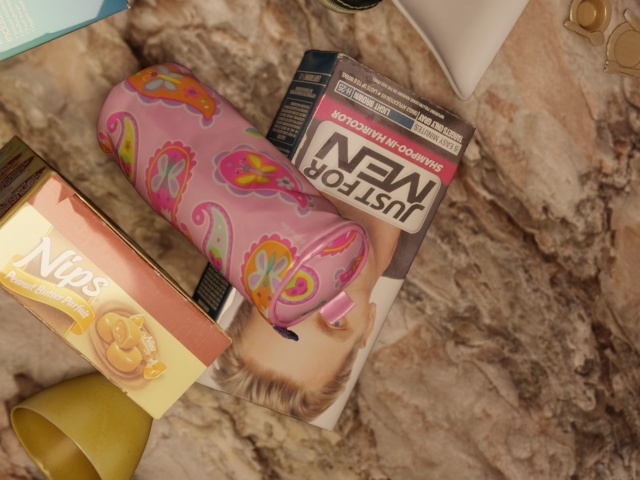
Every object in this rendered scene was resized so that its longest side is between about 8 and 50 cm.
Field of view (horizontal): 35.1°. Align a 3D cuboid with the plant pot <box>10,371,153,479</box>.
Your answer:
[{"bbox_3d":[-0.219,0.183,0.985,0.095,0.134,0.134,-43,115,-35],"label":"plant pot"}]

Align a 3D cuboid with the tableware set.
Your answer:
[{"bbox_3d":[0.349,-0.276,1.154,0.141,0.020,0.169,24,92,-24],"label":"tableware set"}]

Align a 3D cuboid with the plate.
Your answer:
[{"bbox_3d":[0.164,-0.310,0.997,0.277,0.045,0.278,-58,153,-1],"label":"plate"}]

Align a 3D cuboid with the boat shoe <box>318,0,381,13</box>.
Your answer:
[{"bbox_3d":[0.100,-0.380,0.985,0.127,0.113,0.340,32,89,-24],"label":"boat shoe"}]

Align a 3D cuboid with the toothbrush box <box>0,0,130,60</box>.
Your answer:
[{"bbox_3d":[-0.326,-0.185,0.808,0.295,0.216,0.126,-26,109,-15],"label":"toothbrush box"}]

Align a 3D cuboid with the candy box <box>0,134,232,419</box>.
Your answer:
[{"bbox_3d":[-0.203,0.015,0.843,0.087,0.316,0.183,-47,112,-7],"label":"candy box"}]

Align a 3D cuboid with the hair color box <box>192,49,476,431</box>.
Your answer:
[{"bbox_3d":[0.000,0.000,1.033,0.174,0.105,0.347,24,93,-23],"label":"hair color box"}]

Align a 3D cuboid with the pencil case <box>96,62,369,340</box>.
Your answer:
[{"bbox_3d":[-0.080,-0.042,0.905,0.124,0.284,0.124,-36,152,-23],"label":"pencil case"}]
